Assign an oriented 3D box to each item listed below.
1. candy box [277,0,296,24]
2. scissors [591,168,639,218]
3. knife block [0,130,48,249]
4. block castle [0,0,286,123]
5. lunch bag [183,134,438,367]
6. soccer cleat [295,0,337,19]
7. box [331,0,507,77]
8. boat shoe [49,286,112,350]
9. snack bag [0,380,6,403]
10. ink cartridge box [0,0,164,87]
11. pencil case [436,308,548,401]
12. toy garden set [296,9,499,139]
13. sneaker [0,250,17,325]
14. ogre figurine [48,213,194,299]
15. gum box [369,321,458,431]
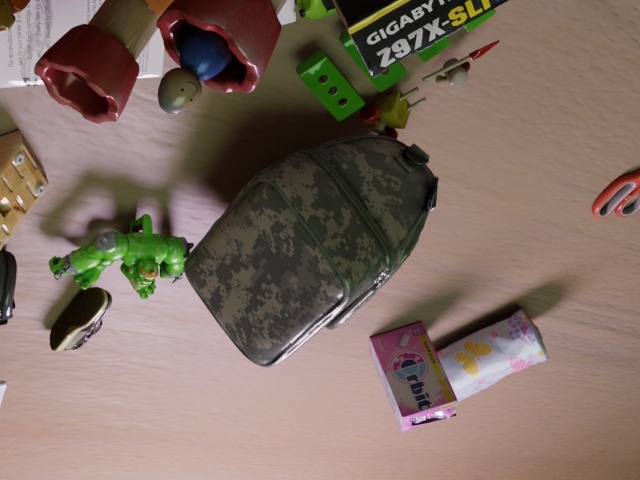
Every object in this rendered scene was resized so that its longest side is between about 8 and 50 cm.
[{"bbox_3d":[-0.093,-0.319,0.934,0.070,0.196,0.165,-20,144,-17],"label":"candy box"},{"bbox_3d":[0.584,-0.136,1.676,0.109,0.021,0.297,9,135,-33],"label":"scissors"},{"bbox_3d":[-0.506,-0.033,1.198,0.276,0.242,0.088,-60,156,-27],"label":"knife block"},{"bbox_3d":[-0.249,-0.276,0.714,0.303,0.213,0.453,-1,144,50],"label":"block castle"},{"bbox_3d":[0.000,0.000,1.351,0.256,0.213,0.305,-35,173,-42],"label":"lunch bag"},{"bbox_3d":[0.009,-0.326,1.110,0.072,0.060,0.179,-20,151,-20],"label":"soccer cleat"},{"bbox_3d":[0.093,-0.337,0.910,0.257,0.322,0.079,-27,145,7],"label":"box"},{"bbox_3d":[-0.354,0.118,1.480,0.049,0.056,0.152,12,142,-44],"label":"boat shoe"},{"bbox_3d":[-0.645,0.282,1.463,0.323,0.037,0.342,-3,157,-23],"label":"snack bag"},{"bbox_3d":[-0.282,-0.252,1.005,0.237,0.100,0.172,-8,141,-21],"label":"ink cartridge box"},{"bbox_3d":[0.310,0.241,1.931,0.273,0.114,0.124,-29,152,8],"label":"pencil case"},{"bbox_3d":[0.113,-0.241,1.277,0.244,0.049,0.204,-33,141,13],"label":"toy garden set"},{"bbox_3d":[-0.506,0.114,1.343,0.146,0.105,0.296,13,127,-32],"label":"sneaker"},{"bbox_3d":[-0.266,0.024,1.376,0.197,0.097,0.118,24,144,-27],"label":"ogre figurine"},{"bbox_3d":[0.171,0.254,1.808,0.107,0.188,0.062,-16,144,-8],"label":"gum box"}]
